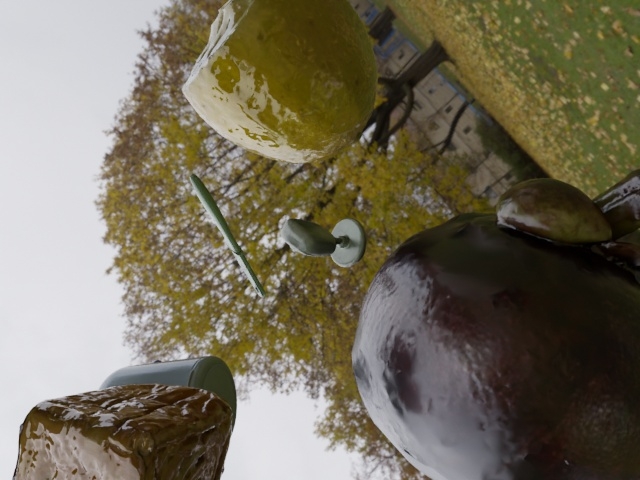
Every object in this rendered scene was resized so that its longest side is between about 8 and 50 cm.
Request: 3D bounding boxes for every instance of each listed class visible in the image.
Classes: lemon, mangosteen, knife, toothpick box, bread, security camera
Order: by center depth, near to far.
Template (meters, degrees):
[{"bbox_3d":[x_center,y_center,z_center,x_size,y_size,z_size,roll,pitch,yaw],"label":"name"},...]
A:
[{"bbox_3d":[-0.168,0.213,0.448,0.143,0.158,0.149,8,-177,25],"label":"bread"},{"bbox_3d":[0.173,0.088,0.475,0.297,0.297,0.293,-51,-45,-66],"label":"mangosteen"},{"bbox_3d":[0.000,0.000,0.532,0.092,0.058,0.058,6,-136,-42],"label":"security camera"},{"bbox_3d":[-0.156,0.001,0.885,0.043,0.020,0.293,29,152,48],"label":"knife"},{"bbox_3d":[-0.053,-0.303,0.951,0.364,0.364,0.364,35,-154,-20],"label":"lemon"},{"bbox_3d":[-0.419,0.423,1.323,0.263,0.354,0.263,-9,-90,-76],"label":"toothpick box"}]
